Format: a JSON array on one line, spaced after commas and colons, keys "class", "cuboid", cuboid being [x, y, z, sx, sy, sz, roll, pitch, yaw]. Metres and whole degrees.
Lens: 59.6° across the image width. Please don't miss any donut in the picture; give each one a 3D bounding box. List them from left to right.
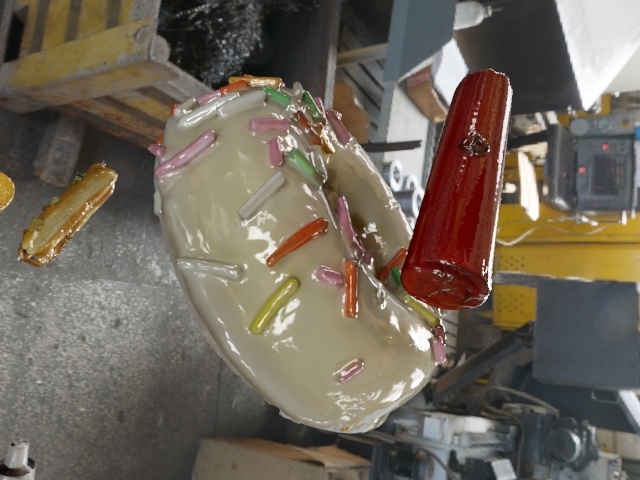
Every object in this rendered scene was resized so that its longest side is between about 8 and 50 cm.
[{"class": "donut", "cuboid": [0.000, 0.000, 0.567, 0.382, 0.142, 0.382, 49, 22, -28]}]

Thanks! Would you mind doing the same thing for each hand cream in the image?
[{"class": "hand cream", "cuboid": [-0.465, 0.394, 0.806, 0.084, 0.050, 0.257, 11, 111, -47]}]

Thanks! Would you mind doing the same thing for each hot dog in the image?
[{"class": "hot dog", "cuboid": [-0.477, -0.056, 1.058, 0.072, 0.109, 0.269, 36, 52, -12]}]

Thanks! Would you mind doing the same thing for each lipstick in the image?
[{"class": "lipstick", "cuboid": [0.137, -0.060, 0.528, 0.073, 0.073, 0.280, 61, 37, -38]}]

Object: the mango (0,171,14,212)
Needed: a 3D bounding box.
[{"class": "mango", "cuboid": [-0.860, -0.081, 1.247, 0.350, 0.199, 0.201, -39, 146, -53]}]
